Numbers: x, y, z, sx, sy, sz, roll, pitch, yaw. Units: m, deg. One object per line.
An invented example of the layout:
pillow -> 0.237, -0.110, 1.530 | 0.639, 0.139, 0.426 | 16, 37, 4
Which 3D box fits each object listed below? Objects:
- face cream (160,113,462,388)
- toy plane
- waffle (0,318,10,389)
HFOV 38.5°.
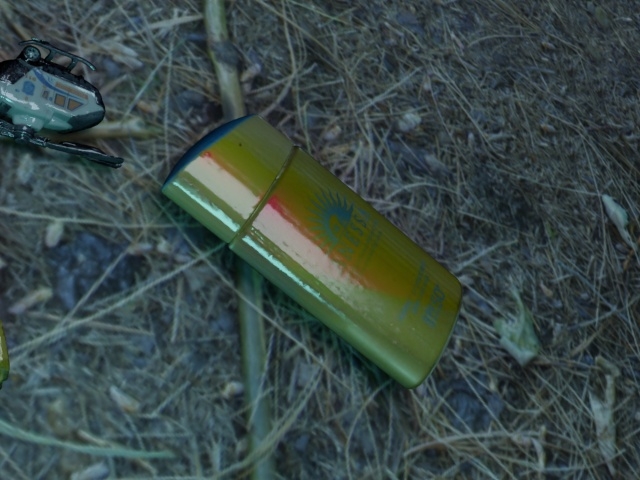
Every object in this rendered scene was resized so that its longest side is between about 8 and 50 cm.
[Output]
face cream -> 0.000, 0.000, 0.819 | 0.285, 0.067, 0.139 | 39, 45, -12
toy plane -> -0.245, -0.117, 0.718 | 0.197, 0.053, 0.078 | 17, 64, -34
waffle -> -0.299, 0.006, 0.597 | 0.160, 0.055, 0.211 | 0, 63, -36
